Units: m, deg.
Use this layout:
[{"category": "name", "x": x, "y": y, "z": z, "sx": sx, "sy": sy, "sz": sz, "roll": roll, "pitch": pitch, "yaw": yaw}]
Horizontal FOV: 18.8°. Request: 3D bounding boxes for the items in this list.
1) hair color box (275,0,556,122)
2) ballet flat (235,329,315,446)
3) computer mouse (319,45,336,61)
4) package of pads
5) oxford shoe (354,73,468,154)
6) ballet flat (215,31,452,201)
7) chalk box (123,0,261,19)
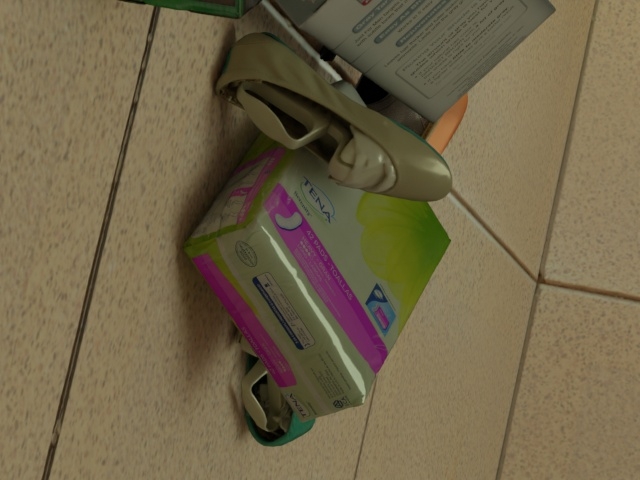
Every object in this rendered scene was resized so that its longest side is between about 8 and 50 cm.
[{"category": "hair color box", "x": 0.087, "y": -0.258, "z": 1.944, "sx": 0.185, "sy": 0.113, "sz": 0.374, "roll": -43, "pitch": 157, "yaw": 10}, {"category": "ballet flat", "x": -0.047, "y": 0.117, "z": 2.024, "sx": 0.087, "sy": 0.083, "sz": 0.247, "roll": -39, "pitch": 137, "yaw": -44}, {"category": "computer mouse", "x": 0.033, "y": -0.313, "z": 2.107, "sx": 0.071, "sy": 0.041, "sz": 0.242, "roll": 98, "pitch": 9, "yaw": -85}, {"category": "package of pads", "x": 0.000, "y": 0.000, "z": 1.920, "sx": 0.229, "sy": 0.101, "sz": 0.296, "roll": 57, "pitch": 35, "yaw": -19}, {"category": "oxford shoe", "x": 0.030, "y": -0.073, "z": 2.152, "sx": 0.133, "sy": 0.130, "sz": 0.363, "roll": 45, "pitch": 58, "yaw": -30}, {"category": "ballet flat", "x": 0.008, "y": -0.099, "z": 1.826, "sx": 0.086, "sy": 0.248, "sz": 0.086, "roll": -55, "pitch": 178, "yaw": -3}, {"category": "chalk box", "x": -0.101, "y": -0.261, "z": 1.535, "sx": 0.213, "sy": 0.132, "sz": 0.132, "roll": -47, "pitch": 145, "yaw": -59}]
